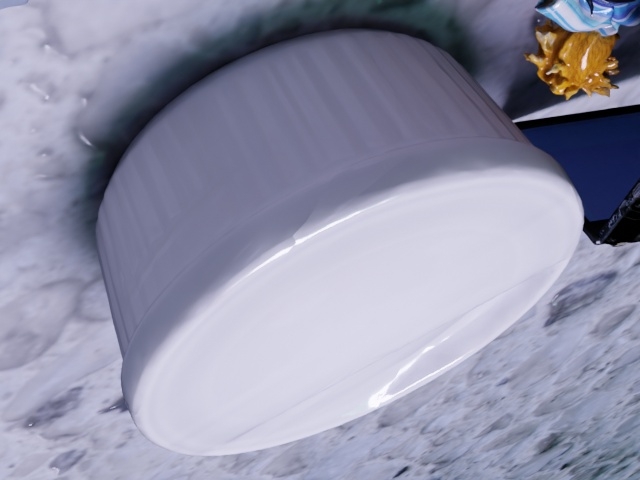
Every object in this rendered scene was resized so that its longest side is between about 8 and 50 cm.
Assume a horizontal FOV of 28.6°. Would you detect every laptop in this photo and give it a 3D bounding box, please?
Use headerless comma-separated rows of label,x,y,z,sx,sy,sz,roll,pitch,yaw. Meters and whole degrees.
laptop,0.254,-0.085,0.694,0.234,0.137,0.264,-10,158,-10

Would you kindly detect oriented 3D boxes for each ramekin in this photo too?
ramekin,0.000,0.000,0.703,0.272,0.127,0.273,-22,153,-12

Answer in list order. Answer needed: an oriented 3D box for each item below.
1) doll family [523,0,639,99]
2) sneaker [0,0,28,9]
doll family,0.173,-0.144,0.611,0.263,0.118,0.163,-12,150,-29
sneaker,-0.042,-0.171,0.368,0.319,0.112,0.131,-28,157,-1
